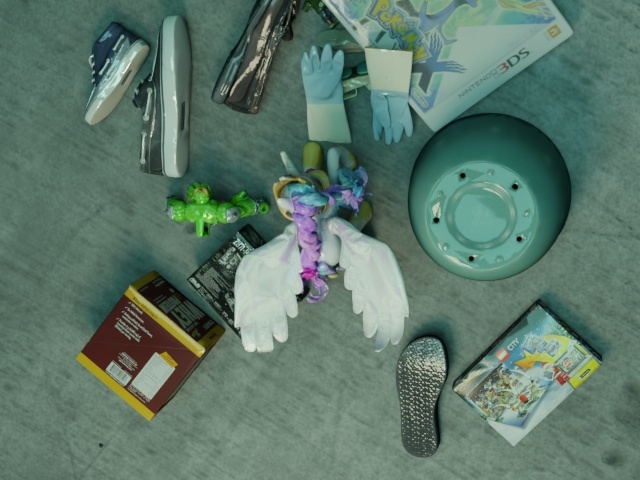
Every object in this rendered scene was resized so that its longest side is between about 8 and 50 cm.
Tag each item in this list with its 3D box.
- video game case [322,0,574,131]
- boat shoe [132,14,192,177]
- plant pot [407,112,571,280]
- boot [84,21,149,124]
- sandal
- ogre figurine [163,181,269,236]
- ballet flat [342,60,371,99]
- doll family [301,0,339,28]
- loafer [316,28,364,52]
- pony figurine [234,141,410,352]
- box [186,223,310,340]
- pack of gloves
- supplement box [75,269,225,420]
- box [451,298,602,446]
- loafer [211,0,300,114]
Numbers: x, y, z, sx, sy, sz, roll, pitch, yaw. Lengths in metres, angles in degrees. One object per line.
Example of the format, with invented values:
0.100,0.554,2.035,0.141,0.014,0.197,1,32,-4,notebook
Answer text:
0.216,-0.385,1.787,0.300,0.036,0.329,-35,115,19,video game case
-0.300,-0.268,1.964,0.102,0.108,0.301,6,110,10,boat shoe
0.283,-0.061,1.807,0.293,0.235,0.293,2,103,11,plant pot
-0.407,-0.316,1.998,0.086,0.069,0.190,39,99,10,boot
0.191,0.289,2.003,0.097,0.054,0.254,11,114,17,sandal
-0.206,-0.059,1.975,0.197,0.118,0.097,21,105,7,ogre figurine
0.069,-0.290,1.908,0.168,0.057,0.052,-14,126,19,ballet flat
0.037,-0.470,1.862,0.193,0.076,0.111,-40,87,12,doll family
0.057,-0.359,1.900,0.125,0.039,0.045,-1,69,8,loafer
0.000,0.000,1.814,0.303,0.363,0.351,-6,100,13,pony figurine
-0.137,0.086,2.012,0.147,0.077,0.180,-43,91,17,box
0.069,-0.266,1.868,0.195,0.046,0.232,5,141,9,pack of gloves
-0.328,0.201,2.052,0.191,0.129,0.194,40,107,2,supplement box
0.379,0.245,1.949,0.159,0.044,0.233,43,107,1,box
-0.094,-0.366,1.906,0.095,0.109,0.302,25,113,-14,loafer
